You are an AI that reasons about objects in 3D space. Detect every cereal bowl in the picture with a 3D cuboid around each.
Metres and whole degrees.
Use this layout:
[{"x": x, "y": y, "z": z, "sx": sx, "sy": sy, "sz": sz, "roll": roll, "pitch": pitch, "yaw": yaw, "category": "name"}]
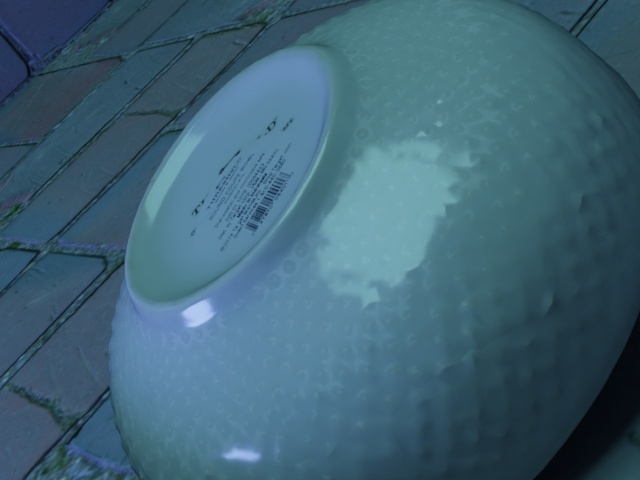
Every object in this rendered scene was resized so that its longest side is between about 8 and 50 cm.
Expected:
[{"x": 0.000, "y": 0.000, "z": 0.666, "sx": 0.339, "sy": 0.141, "sz": 0.339, "roll": -35, "pitch": 35, "yaw": 29, "category": "cereal bowl"}]
